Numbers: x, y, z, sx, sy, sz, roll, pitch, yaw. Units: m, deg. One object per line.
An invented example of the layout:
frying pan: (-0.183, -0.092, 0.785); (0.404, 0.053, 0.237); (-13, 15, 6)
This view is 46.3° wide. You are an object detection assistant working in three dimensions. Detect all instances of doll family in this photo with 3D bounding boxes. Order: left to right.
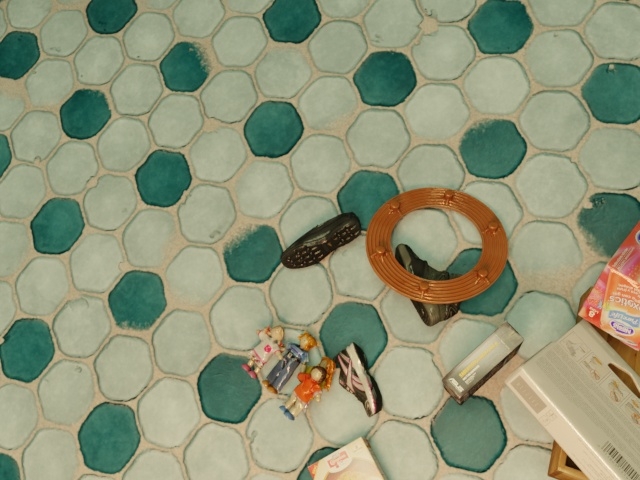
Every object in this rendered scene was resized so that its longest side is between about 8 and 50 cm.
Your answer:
doll family: (-0.056, 0.305, 1.780); (0.163, 0.118, 0.263); (-52, 51, 1)

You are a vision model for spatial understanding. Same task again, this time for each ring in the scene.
ring: (0.274, -0.001, 1.770); (0.336, 0.032, 0.337); (-1, 54, 1)

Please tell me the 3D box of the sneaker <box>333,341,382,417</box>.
sneaker: (0.084, 0.334, 1.754); (0.077, 0.072, 0.178); (-29, 60, 16)

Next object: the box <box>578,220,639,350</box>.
box: (0.683, 0.069, 1.567); (0.142, 0.154, 0.300); (33, 46, 22)

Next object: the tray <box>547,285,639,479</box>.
tray: (0.615, 0.317, 1.555); (0.202, 0.076, 0.411); (18, 65, 5)

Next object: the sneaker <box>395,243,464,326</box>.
sneaker: (0.264, 0.092, 1.777); (0.130, 0.087, 0.228); (-16, 50, -16)

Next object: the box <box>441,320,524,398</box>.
box: (0.348, 0.269, 1.615); (0.183, 0.231, 0.056); (-43, 71, -2)

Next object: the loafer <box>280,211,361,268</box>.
loafer: (0.000, 0.000, 1.879); (0.223, 0.076, 0.078); (-29, 32, 10)

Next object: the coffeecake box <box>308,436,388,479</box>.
coffeecake box: (0.080, 0.557, 1.673); (0.142, 0.068, 0.186); (-31, 68, 3)

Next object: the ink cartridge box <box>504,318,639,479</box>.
ink cartridge box: (0.543, 0.325, 1.471); (0.261, 0.066, 0.296); (-22, 65, -42)
